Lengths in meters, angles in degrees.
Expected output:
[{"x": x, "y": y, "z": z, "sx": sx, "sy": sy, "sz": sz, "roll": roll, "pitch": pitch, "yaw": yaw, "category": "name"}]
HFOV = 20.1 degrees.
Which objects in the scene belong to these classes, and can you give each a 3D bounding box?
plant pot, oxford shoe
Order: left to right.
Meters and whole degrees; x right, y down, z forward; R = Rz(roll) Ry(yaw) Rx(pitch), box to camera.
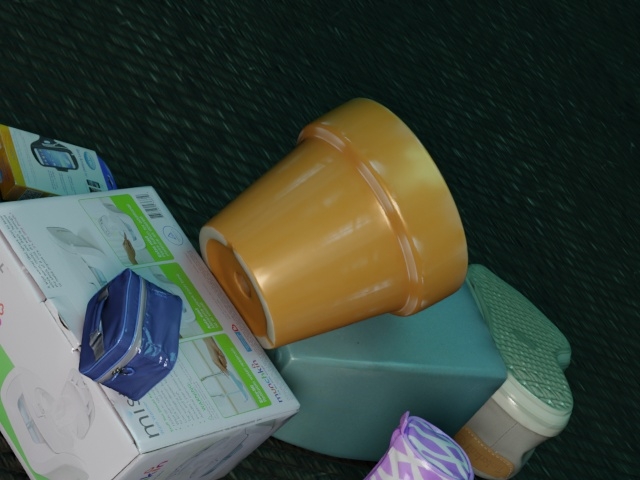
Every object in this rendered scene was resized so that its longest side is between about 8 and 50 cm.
[{"x": 0.000, "y": 0.000, "z": 1.656, "sx": 0.188, "sy": 0.205, "sz": 0.205, "roll": -28, "pitch": 71, "yaw": -20, "category": "plant pot"}, {"x": 0.027, "y": 0.112, "z": 1.797, "sx": 0.234, "sy": 0.165, "sz": 0.165, "roll": 6, "pitch": 47, "yaw": -36, "category": "plant pot"}, {"x": 0.191, "y": 0.139, "z": 2.016, "sx": 0.169, "sy": 0.130, "sz": 0.449, "roll": 35, "pitch": 16, "yaw": -5, "category": "oxford shoe"}]

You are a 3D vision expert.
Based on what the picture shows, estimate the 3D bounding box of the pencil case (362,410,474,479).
[{"x": 0.045, "y": 0.250, "z": 1.609, "sx": 0.088, "sy": 0.206, "sz": 0.086, "roll": 39, "pitch": 17, "yaw": -4, "category": "pencil case"}]

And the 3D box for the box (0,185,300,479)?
[{"x": -0.184, "y": 0.093, "z": 1.587, "sx": 0.231, "sy": 0.127, "sz": 0.262, "roll": -12, "pitch": 62, "yaw": -55, "category": "box"}]

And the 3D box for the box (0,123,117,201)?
[{"x": -0.261, "y": -0.064, "z": 1.788, "sx": 0.136, "sy": 0.028, "sz": 0.081, "roll": 17, "pitch": 39, "yaw": -43, "category": "box"}]

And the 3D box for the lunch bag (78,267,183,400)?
[{"x": -0.156, "y": 0.076, "z": 1.448, "sx": 0.065, "sy": 0.067, "sz": 0.098, "roll": 31, "pitch": 36, "yaw": -26, "category": "lunch bag"}]
